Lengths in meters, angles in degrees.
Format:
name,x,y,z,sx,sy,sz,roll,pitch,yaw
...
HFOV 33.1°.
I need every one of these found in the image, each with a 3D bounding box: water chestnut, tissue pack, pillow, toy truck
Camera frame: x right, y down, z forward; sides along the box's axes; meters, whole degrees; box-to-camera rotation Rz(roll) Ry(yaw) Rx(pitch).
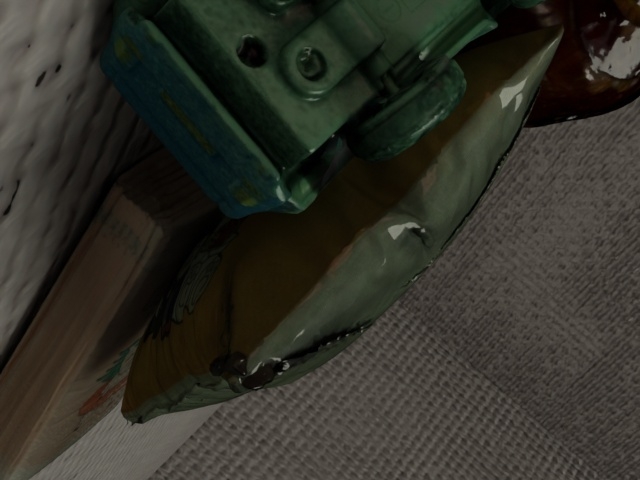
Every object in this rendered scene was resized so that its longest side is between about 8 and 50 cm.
name,x,y,z,sx,sy,sz,roll,pitch,yaw
water chestnut,0.201,-0.234,0.944,0.289,0.244,0.289,12,90,-77
tissue pack,-0.164,0.056,0.864,0.325,0.071,0.170,-53,171,33
pillow,0.000,0.000,0.729,0.312,0.119,0.310,-45,-178,-23
toy truck,0.021,-0.143,0.588,0.279,0.155,0.156,-46,-169,-31
